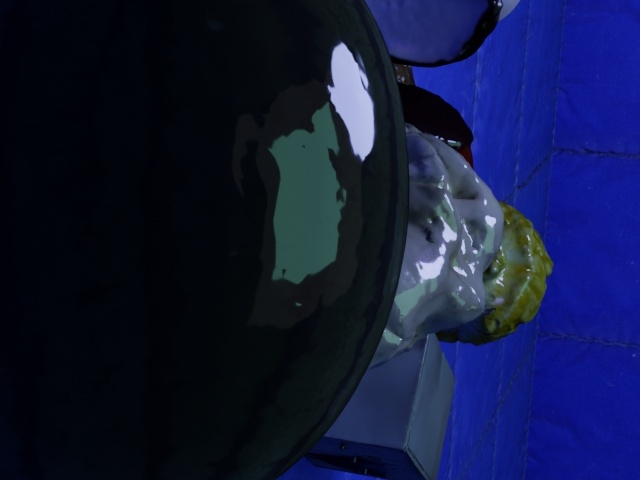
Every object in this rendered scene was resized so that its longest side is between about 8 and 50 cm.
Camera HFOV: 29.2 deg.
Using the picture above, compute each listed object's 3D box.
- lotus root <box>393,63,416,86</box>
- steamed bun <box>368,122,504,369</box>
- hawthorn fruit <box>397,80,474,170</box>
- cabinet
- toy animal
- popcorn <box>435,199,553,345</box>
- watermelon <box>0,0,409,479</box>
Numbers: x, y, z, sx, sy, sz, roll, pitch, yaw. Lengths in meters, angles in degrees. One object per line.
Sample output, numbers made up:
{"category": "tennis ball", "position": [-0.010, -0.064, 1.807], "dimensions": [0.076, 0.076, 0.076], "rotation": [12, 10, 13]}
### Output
{"category": "lotus root", "position": [0.085, -0.095, 1.483], "dimensions": [0.167, 0.078, 0.329], "rotation": [-34, 129, -69]}
{"category": "steamed bun", "position": [0.000, 0.000, 1.008], "dimensions": [0.320, 0.275, 0.206], "rotation": [157, -91, -82]}
{"category": "hawthorn fruit", "position": [0.057, -0.043, 1.246], "dimensions": [0.189, 0.190, 0.251], "rotation": [-6, 106, -72]}
{"category": "cabinet", "position": [0.058, 0.185, 1.396], "dimensions": [0.206, 0.145, 0.150], "rotation": [60, 40, -62]}
{"category": "toy animal", "position": [0.136, -0.310, 1.400], "dimensions": [0.187, 0.165, 0.235], "rotation": [47, 40, -8]}
{"category": "popcorn", "position": [0.196, 0.040, 1.646], "dimensions": [0.184, 0.221, 0.204], "rotation": [42, 46, -41]}
{"category": "watermelon", "position": [-0.090, -0.032, 0.645], "dimensions": [0.279, 0.279, 0.359], "rotation": [-16, 112, -71]}
